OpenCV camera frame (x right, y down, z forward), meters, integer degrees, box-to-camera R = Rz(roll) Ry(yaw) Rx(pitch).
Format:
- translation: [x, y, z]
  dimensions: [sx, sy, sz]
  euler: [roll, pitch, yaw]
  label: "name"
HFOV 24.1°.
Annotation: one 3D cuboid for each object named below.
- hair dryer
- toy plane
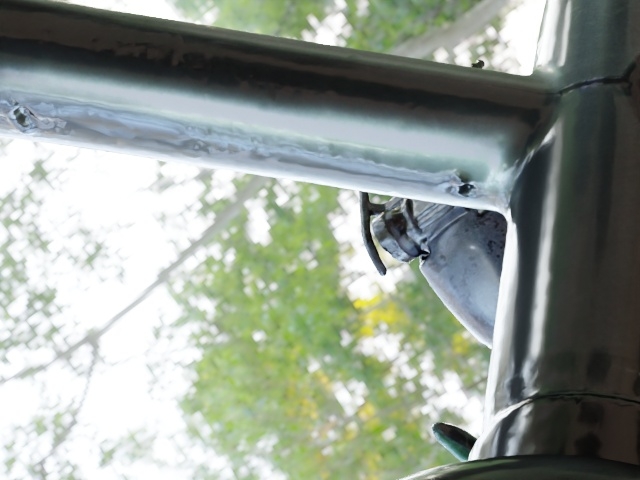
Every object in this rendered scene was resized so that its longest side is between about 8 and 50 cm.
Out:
- translation: [-0.001, 0.022, 0.451]
  dimensions: [0.320, 0.284, 0.155]
  euler: [-87, -16, -44]
  label: "hair dryer"
- translation: [0.111, 0.023, 0.852]
  dimensions: [0.155, 0.106, 0.381]
  euler: [39, -154, -27]
  label: "toy plane"
